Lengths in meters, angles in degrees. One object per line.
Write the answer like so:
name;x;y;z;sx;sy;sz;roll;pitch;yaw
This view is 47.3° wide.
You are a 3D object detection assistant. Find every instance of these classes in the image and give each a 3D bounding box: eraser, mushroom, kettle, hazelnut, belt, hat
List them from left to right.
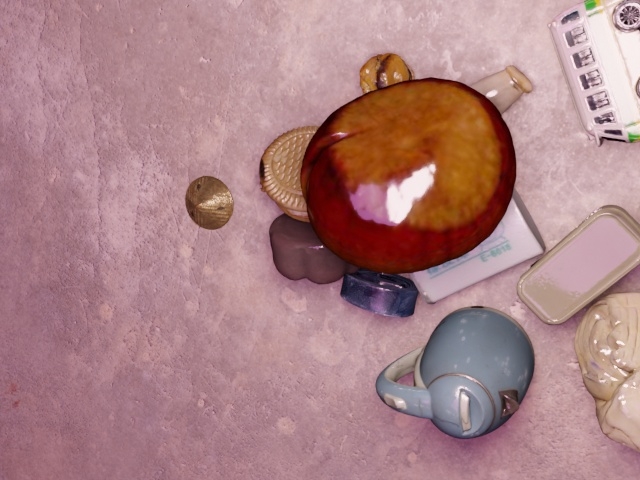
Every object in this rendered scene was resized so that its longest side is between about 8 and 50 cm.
hat;-0.305;-0.093;1.901;0.146;0.067;0.145;5;103;21
belt;0.136;0.122;1.734;0.190;0.141;0.082;16;105;19
hazelnut;0.183;-0.112;1.450;0.430;0.402;0.402;-27;91;-4
kettle;0.290;0.309;1.606;0.320;0.342;0.246;-2;102;23
mushroom;0.291;-0.284;1.611;0.352;0.097;0.109;-17;109;20
eraser;0.333;0.004;1.652;0.290;0.104;0.189;-29;82;24

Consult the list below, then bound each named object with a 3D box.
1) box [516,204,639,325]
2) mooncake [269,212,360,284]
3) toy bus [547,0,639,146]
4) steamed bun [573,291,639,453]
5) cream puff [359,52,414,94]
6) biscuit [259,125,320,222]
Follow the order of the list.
box;0.547;0.037;1.531;0.138;0.178;0.274;48;113;5
mooncake;0.000;0.000;1.714;0.245;0.245;0.133;10;122;19
toy bus;0.583;-0.336;1.455;0.179;0.143;0.305;-19;95;27
steamed bun;0.695;0.291;1.476;0.353;0.339;0.247;6;140;10
cream puff;0.144;-0.352;1.641;0.104;0.119;0.133;5;91;43
biscuit;-0.015;-0.157;1.695;0.259;0.079;0.259;-3;59;6
